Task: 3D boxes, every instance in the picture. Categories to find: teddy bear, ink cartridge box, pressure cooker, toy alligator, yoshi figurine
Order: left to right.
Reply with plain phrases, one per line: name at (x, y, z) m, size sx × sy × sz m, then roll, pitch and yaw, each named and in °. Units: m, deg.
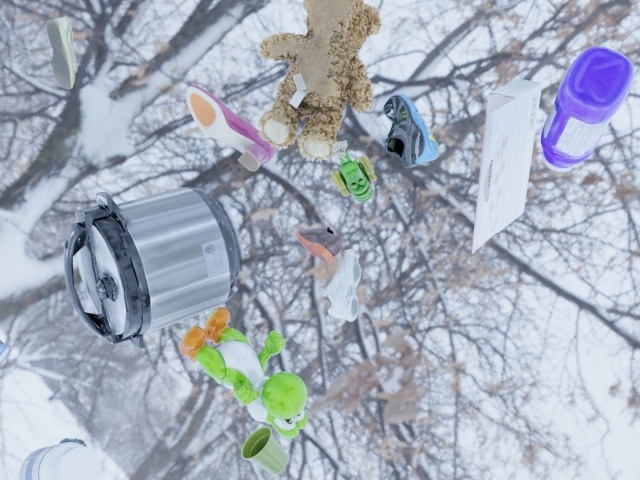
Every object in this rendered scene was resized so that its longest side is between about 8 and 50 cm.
pressure cooker at (-0.479, 0.061, 1.886) m, size 0.370 × 0.420 × 0.375 m, roll 56°, pitch -37°, yaw 19°
yoshi figurine at (-0.159, 0.317, 1.688) m, size 0.362 × 0.203 × 0.203 m, roll 42°, pitch -2°, yaw 9°
teddy bear at (-0.003, -0.326, 1.380) m, size 0.245 × 0.113 × 0.338 m, roll 5°, pitch -79°, yaw 14°
toy alligator at (0.049, -0.087, 0.975) m, size 0.051 × 0.056 × 0.190 m, roll 63°, pitch 5°, yaw 14°
ink cartridge box at (0.328, -0.142, 1.307) m, size 0.060 × 0.239 × 0.275 m, roll 20°, pitch -57°, yaw 34°

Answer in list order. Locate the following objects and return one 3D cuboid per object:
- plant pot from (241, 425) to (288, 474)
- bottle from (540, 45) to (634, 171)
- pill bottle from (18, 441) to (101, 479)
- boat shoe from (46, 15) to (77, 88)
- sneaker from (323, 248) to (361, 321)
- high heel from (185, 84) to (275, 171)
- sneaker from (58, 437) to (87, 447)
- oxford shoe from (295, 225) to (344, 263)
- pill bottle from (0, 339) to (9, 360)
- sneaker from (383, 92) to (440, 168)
plant pot at (-0.110, 0.449, 1.464) m, size 0.079 × 0.083 × 0.083 m, roll 49°, pitch -21°, yaw -20°
bottle at (0.413, -0.193, 1.116) m, size 0.092 × 0.118 × 0.283 m, roll 29°, pitch -11°, yaw 15°
pill bottle at (-0.520, 0.466, 1.398) m, size 0.187 × 0.112 × 0.112 m, roll -23°, pitch -70°, yaw 44°
boat shoe at (-0.549, -0.402, 1.496) m, size 0.056 × 0.048 × 0.153 m, roll 17°, pitch -52°, yaw 24°
sneaker at (0.063, 0.140, 2.225) m, size 0.115 × 0.232 × 0.090 m, roll 1°, pitch -11°, yaw 24°
high heel at (-0.203, -0.273, 1.608) m, size 0.244 × 0.117 × 0.082 m, roll 43°, pitch -55°, yaw -7°
sneaker at (-0.749, 0.652, 2.020) m, size 0.122 × 0.110 × 0.283 m, roll 12°, pitch -39°, yaw 0°
oxford shoe at (0.000, 0.000, 2.304) m, size 0.097 × 0.098 × 0.271 m, roll 49°, pitch -8°, yaw -28°
pill bottle at (-0.705, 0.199, 1.397) m, size 0.137 × 0.078 × 0.078 m, roll 52°, pitch -21°, yaw -21°
sneaker at (0.136, -0.184, 1.161) m, size 0.067 × 0.078 × 0.188 m, roll 56°, pitch 10°, yaw -39°
